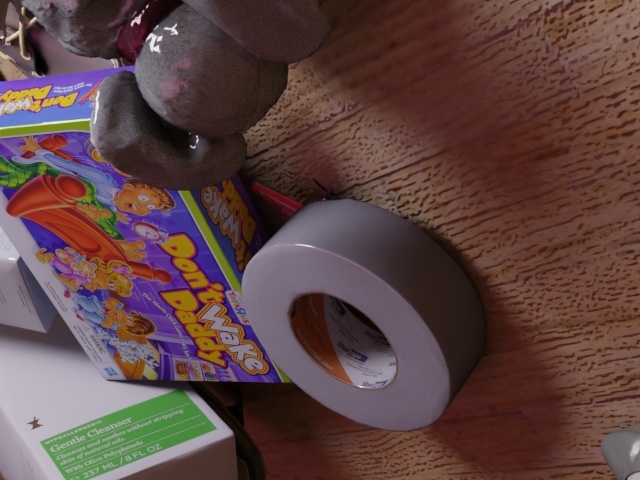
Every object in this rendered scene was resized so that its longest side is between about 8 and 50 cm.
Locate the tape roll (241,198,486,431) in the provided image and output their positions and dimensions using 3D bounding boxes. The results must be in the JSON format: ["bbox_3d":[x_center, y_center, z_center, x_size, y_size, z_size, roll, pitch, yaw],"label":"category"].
[{"bbox_3d":[0.038,0.069,1.141,0.219,0.072,0.219,24,140,23],"label":"tape roll"}]

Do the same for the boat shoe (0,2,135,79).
[{"bbox_3d":[-0.284,-0.223,1.221,0.324,0.097,0.116,46,114,16],"label":"boat shoe"}]

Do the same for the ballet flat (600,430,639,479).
[{"bbox_3d":[0.301,0.213,0.991,0.213,0.068,0.072,22,136,38],"label":"ballet flat"}]

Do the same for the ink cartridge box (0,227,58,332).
[{"bbox_3d":[-0.362,0.000,1.358,0.176,0.128,0.127,11,142,14],"label":"ink cartridge box"}]

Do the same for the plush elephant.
[{"bbox_3d":[-0.106,-0.193,0.950,0.255,0.330,0.272,39,141,-13],"label":"plush elephant"}]

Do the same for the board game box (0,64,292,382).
[{"bbox_3d":[-0.177,-0.004,1.227,0.233,0.078,0.347,-3,133,27],"label":"board game box"}]

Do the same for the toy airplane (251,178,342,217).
[{"bbox_3d":[0.000,0.000,1.190,0.151,0.028,0.151,25,141,23],"label":"toy airplane"}]

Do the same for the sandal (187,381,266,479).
[{"bbox_3d":[-0.144,0.177,1.487,0.303,0.086,0.120,43,142,44],"label":"sandal"}]

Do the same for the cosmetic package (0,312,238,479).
[{"bbox_3d":[-0.258,0.211,1.410,0.365,0.197,0.155,37,138,47],"label":"cosmetic package"}]
